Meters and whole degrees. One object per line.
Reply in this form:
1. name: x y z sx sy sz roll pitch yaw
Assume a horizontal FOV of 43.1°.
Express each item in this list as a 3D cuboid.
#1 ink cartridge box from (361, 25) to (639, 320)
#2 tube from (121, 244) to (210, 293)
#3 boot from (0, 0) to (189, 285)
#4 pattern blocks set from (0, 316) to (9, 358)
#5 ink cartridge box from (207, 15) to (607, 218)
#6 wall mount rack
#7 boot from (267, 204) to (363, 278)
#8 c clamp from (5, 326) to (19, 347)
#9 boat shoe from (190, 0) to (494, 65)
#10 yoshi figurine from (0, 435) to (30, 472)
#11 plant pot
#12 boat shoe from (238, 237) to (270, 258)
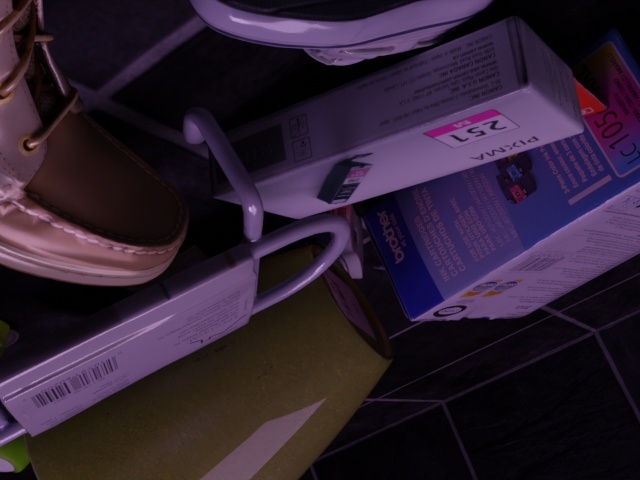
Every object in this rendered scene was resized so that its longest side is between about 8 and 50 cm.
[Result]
1. ink cartridge box: 0.241 -0.031 0.905 0.395 0.151 0.270 -38 153 32
2. tube: -0.124 0.067 0.928 0.070 0.062 0.240 -64 152 -10
3. boot: -0.134 -0.099 0.361 0.262 0.095 0.203 35 126 -20
4. pattern blocks set: -0.413 0.175 0.768 0.285 0.026 0.325 -45 139 -13
5. ink cartridge box: 0.084 -0.076 0.687 0.275 0.060 0.239 -16 163 32
6. wall mount rack: -0.159 0.049 0.605 0.350 0.130 0.304 -26 160 -19
7. boot: 0.000 0.000 0.893 0.086 0.069 0.190 -2 163 8
8. c clamp: -0.400 0.117 0.830 0.161 0.022 0.137 -22 158 3
9. boat shoe: 0.019 -0.144 0.519 0.226 0.083 0.076 -10 155 -28
10. yoshi figurine: -0.386 0.172 0.641 0.203 0.203 0.362 -41 143 6
11. plant pot: -0.085 0.142 0.799 0.293 0.274 0.275 -35 156 12
12. boat shoe: -0.064 0.046 0.894 0.049 0.043 0.137 -46 149 -33
